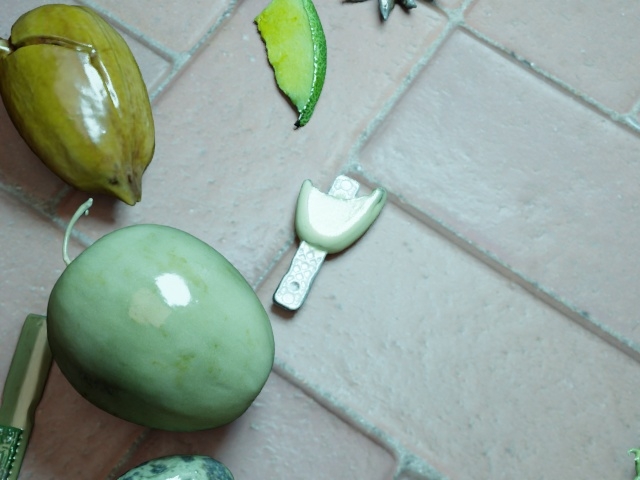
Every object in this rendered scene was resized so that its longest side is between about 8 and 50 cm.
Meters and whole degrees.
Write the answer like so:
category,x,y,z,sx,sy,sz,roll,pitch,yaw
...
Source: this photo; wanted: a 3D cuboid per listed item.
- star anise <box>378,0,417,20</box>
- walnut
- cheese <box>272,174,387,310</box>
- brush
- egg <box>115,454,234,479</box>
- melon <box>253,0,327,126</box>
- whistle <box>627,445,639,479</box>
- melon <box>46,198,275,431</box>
category,x,y,z,sx,sy,sz,roll,pitch,yaw
star anise,0.116,-0.453,1.368,0.182,0.065,0.195,-44,81,-11
walnut,-0.349,-0.196,1.190,0.209,0.209,0.336,-29,81,-12
cheese,0.000,0.000,1.205,0.127,0.050,0.235,25,72,4
brush,-0.421,0.236,1.109,0.054,0.048,0.282,11,69,-1
egg,-0.192,0.344,1.025,0.182,0.141,0.141,-24,73,-17
melon,-0.045,-0.307,1.316,0.114,0.053,0.261,-9,70,3
whistle,0.525,0.321,1.089,0.227,0.085,0.105,17,80,4
melon,-0.209,0.113,1.050,0.308,0.272,0.271,13,70,11
